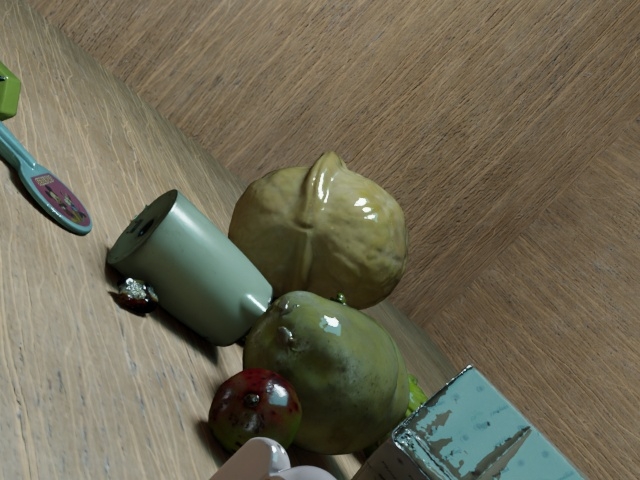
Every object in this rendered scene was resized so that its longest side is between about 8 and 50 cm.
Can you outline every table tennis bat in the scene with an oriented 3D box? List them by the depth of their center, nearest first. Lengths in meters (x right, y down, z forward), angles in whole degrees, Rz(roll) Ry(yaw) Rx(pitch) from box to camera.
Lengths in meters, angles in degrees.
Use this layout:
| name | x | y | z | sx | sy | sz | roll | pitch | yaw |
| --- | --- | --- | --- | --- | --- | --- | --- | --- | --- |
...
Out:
| name | x | y | z | sx | sy | sz | roll | pitch | yaw |
| --- | --- | --- | --- | --- | --- | --- | --- | --- | --- |
| table tennis bat | -0.468 | -0.102 | 1.512 | 0.244 | 0.040 | 0.153 | 48 | 6 | -4 |

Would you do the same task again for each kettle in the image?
| name | x | y | z | sx | sy | sz | roll | pitch | yaw |
| --- | --- | --- | --- | --- | --- | --- | --- | --- | --- |
| kettle | -0.220 | 0.054 | 1.560 | 0.255 | 0.165 | 0.240 | 42 | -21 | -23 |

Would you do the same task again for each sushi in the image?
| name | x | y | z | sx | sy | sz | roll | pitch | yaw |
| --- | --- | --- | --- | --- | --- | --- | --- | --- | --- |
| sushi | -0.287 | 0.091 | 1.423 | 0.083 | 0.044 | 0.046 | 28 | 39 | -60 |

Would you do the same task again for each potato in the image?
| name | x | y | z | sx | sy | sz | roll | pitch | yaw |
| --- | --- | --- | --- | --- | --- | --- | --- | --- | --- |
| potato | 0.006 | 0.219 | 1.482 | 0.221 | 0.243 | 0.326 | 16 | -4 | 37 |

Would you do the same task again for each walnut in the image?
| name | x | y | z | sx | sy | sz | roll | pitch | yaw |
| --- | --- | --- | --- | --- | --- | --- | --- | --- | --- |
| walnut | 0.000 | 0.000 | 1.824 | 0.381 | 0.381 | 0.381 | 44 | 7 | -7 |

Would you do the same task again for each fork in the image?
| name | x | y | z | sx | sy | sz | roll | pitch | yaw |
| --- | --- | --- | --- | --- | --- | --- | --- | --- | --- |
| fork | -0.362 | -0.055 | 1.888 | 0.039 | 0.021 | 0.235 | 46 | 7 | -15 |

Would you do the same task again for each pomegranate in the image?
| name | x | y | z | sx | sy | sz | roll | pitch | yaw |
| --- | --- | --- | --- | --- | --- | --- | --- | --- | --- |
| pomegranate | -0.085 | 0.242 | 1.287 | 0.129 | 0.129 | 0.159 | 46 | 7 | 10 |

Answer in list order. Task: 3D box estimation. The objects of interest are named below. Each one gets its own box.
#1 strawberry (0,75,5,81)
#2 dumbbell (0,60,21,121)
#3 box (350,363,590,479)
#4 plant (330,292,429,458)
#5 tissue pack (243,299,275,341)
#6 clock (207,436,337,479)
| name | x | y | z | sx | sy | sz | roll | pitch | yaw |
| --- | --- | --- | --- | --- | --- | --- | --- | --- | --- |
| strawberry | -0.497 | -0.154 | 0.944 | 0.288 | 0.250 | 0.238 | -21 | 99 | -59 |
| dumbbell | -0.581 | -0.251 | 1.414 | 0.302 | 0.121 | 0.108 | 10 | 63 | -80 |
| box | 0.166 | 0.353 | 1.203 | 0.190 | 0.297 | 0.225 | -31 | 69 | -37 |
| plant | 0.098 | 0.289 | 1.695 | 0.251 | 0.180 | 0.333 | 41 | -8 | 37 |
| tissue pack | -0.114 | 0.159 | 1.825 | 0.235 | 0.073 | 0.173 | 37 | 8 | -49 |
| clock | 0.034 | 0.391 | 0.955 | 0.326 | 0.184 | 0.342 | 44 | 10 | -39 |
